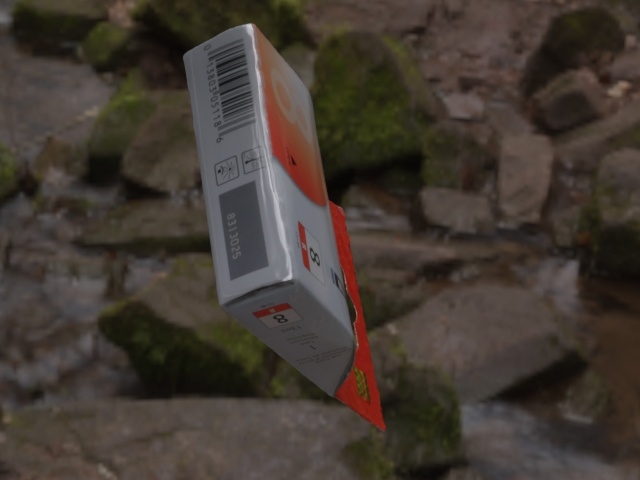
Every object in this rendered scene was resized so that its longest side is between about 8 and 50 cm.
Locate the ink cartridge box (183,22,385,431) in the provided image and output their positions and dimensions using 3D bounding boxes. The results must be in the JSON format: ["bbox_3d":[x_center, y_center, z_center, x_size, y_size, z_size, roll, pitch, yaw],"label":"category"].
[{"bbox_3d":[0.000,0.000,0.723,0.045,0.179,0.145,-23,57,19],"label":"ink cartridge box"}]
